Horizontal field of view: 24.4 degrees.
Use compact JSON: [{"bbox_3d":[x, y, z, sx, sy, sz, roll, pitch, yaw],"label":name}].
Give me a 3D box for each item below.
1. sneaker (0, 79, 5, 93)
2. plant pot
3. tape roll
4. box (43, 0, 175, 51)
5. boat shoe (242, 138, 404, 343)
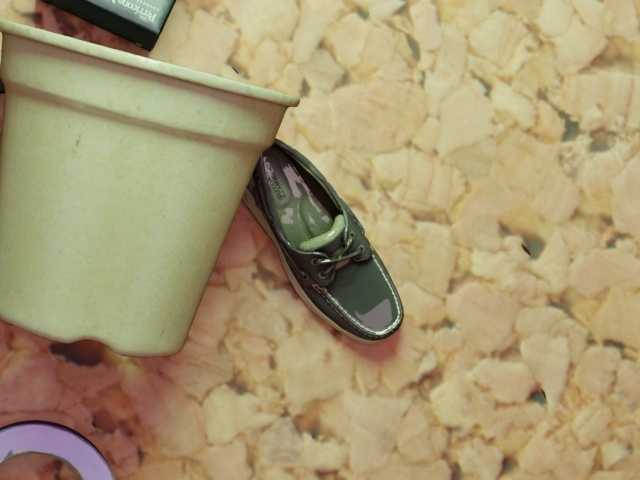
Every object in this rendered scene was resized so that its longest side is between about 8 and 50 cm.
[{"bbox_3d":[-0.423,-0.227,1.674,0.170,0.051,0.089,14,89,-6],"label":"sneaker"},{"bbox_3d":[-0.221,-0.049,1.587,0.334,0.334,0.305,14,95,-9],"label":"plant pot"},{"bbox_3d":[-0.319,0.296,1.645,0.189,0.080,0.189,1,87,-11],"label":"tape roll"},{"bbox_3d":[-0.216,-0.345,1.691,0.153,0.108,0.207,23,82,-8],"label":"box"},{"bbox_3d":[0.000,0.000,1.714,0.103,0.092,0.285,-35,93,-11],"label":"boat shoe"}]
